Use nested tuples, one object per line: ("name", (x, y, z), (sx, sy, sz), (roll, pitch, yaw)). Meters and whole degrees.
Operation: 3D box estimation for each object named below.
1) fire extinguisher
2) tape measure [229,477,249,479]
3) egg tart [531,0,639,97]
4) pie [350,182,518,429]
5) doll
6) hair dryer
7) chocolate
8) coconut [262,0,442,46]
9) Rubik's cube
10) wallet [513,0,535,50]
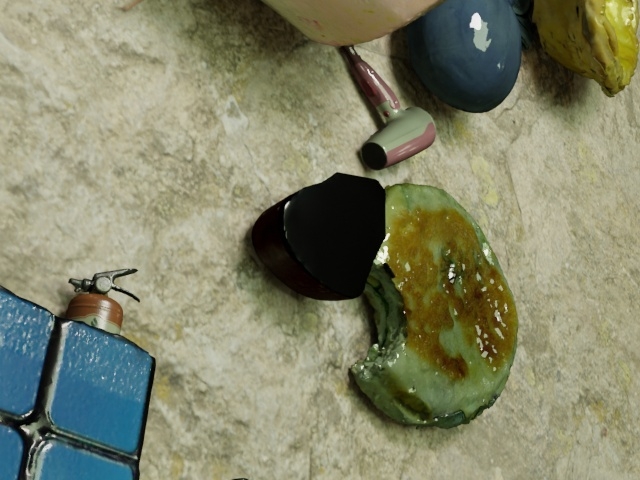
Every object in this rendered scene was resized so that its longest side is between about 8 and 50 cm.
("fire extinguisher", (-0.186, 0.098, 0.904), (0.062, 0.050, 0.177), (14, 63, -17))
("tape measure", (-0.033, 0.317, 0.961), (0.235, 0.115, 0.207), (27, 57, -51))
("egg tart", (0.394, -0.374, 1.672), (0.345, 0.132, 0.346), (-6, 90, -65))
("pie", (0.127, 0.074, 1.269), (0.302, 0.066, 0.303), (21, 62, -44))
("doll", (0.184, -0.284, 1.424), (0.228, 0.154, 0.259), (29, 62, -44))
("hair dryer", (0.064, -0.163, 1.311), (0.106, 0.054, 0.154), (-28, 88, -46))
("chocolate", (0.000, 0.000, 1.134), (0.148, 0.080, 0.125), (-29, 103, -42))
("coconut", (0.035, -0.353, 1.145), (0.309, 0.297, 0.298), (31, 54, -39))
("Rubik's cube", (-0.236, 0.138, 0.730), (0.183, 0.180, 0.167), (33, 52, -40))
("wallet", (0.297, -0.358, 1.662), (0.088, 0.026, 0.129), (40, 48, -34))
